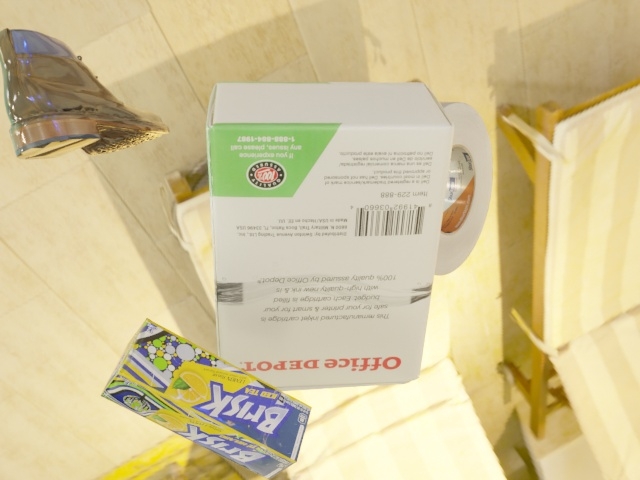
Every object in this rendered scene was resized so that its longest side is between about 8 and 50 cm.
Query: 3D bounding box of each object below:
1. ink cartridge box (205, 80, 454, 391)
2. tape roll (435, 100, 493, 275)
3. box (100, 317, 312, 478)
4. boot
[{"bbox_3d":[0.000,0.000,0.706,0.211,0.121,0.289,-1,121,-6],"label":"ink cartridge box"},{"bbox_3d":[0.141,-0.068,0.917,0.219,0.072,0.219,-17,112,-48],"label":"tape roll"},{"bbox_3d":[-0.095,0.139,0.616,0.169,0.059,0.054,31,137,-13],"label":"box"},{"bbox_3d":[-0.220,-0.140,0.686,0.082,0.106,0.219,-17,-176,17],"label":"boot"}]
